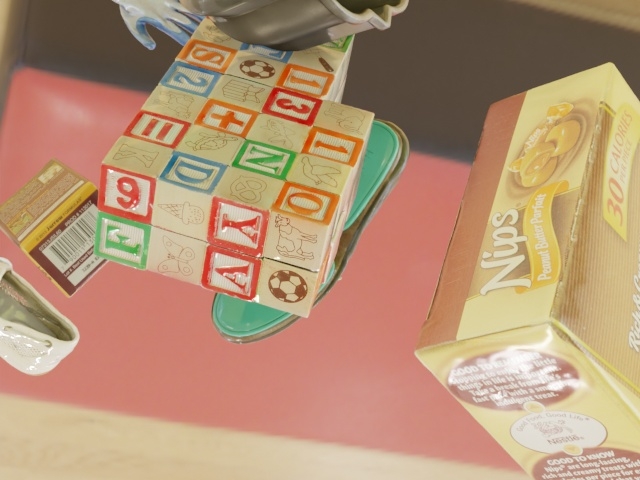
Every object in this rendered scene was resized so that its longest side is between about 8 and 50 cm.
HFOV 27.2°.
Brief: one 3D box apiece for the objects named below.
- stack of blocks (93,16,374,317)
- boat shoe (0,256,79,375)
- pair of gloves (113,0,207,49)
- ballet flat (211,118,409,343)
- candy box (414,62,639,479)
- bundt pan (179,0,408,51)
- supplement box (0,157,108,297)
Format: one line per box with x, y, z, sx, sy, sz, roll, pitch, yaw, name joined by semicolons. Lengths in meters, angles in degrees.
-0.049;-0.079;1.070;0.171;0.297;0.087;15;126;4;stack of blocks
-0.406;0.051;1.578;0.277;0.098;0.096;37;133;-21;boat shoe
-0.178;-0.319;1.577;0.159;0.198;0.023;28;161;8;pair of gloves
0.000;0.000;1.362;0.280;0.095;0.096;-49;165;-4;ballet flat
0.192;0.079;0.741;0.088;0.183;0.316;-17;128;38;candy box
-0.065;-0.297;1.060;0.124;0.330;0.331;-23;137;27;bundt pan
-0.289;-0.018;1.471;0.104;0.188;0.081;-44;115;-10;supplement box
